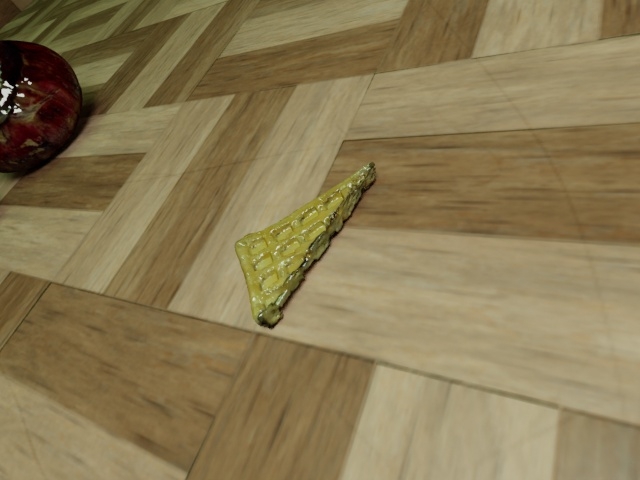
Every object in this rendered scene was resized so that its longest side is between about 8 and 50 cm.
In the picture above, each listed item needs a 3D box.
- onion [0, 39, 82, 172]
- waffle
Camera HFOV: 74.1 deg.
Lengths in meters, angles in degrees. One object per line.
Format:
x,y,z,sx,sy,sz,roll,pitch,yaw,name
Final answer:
-0.554,-0.242,0.755,0.246,0.190,0.246,-10,69,26,onion
0.000,0.000,0.364,0.153,0.023,0.097,-31,47,4,waffle
